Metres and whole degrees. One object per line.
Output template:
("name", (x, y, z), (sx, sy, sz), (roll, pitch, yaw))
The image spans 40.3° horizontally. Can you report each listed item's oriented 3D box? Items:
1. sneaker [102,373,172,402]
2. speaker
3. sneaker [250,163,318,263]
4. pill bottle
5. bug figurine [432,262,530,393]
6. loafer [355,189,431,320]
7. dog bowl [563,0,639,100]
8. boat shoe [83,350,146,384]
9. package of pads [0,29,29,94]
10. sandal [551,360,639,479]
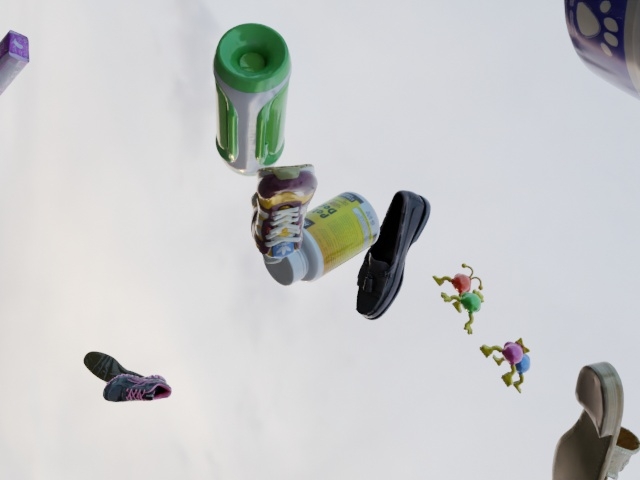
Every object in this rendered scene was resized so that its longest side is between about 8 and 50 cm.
("sneaker", (-0.302, 0.252, 1.458), (0.057, 0.119, 0.047), (22, -71, 51))
("speaker", (-0.114, -0.221, 1.436), (0.296, 0.131, 0.131), (102, -32, -65))
("sneaker", (-0.039, -0.026, 0.955), (0.185, 0.069, 0.084), (121, -36, -76))
("pill bottle", (0.000, 0.000, 1.604), (0.117, 0.215, 0.117), (31, -44, 35))
("bug figurine", (0.319, 0.161, 1.638), (0.279, 0.072, 0.216), (54, 10, 5))
("loafer", (0.140, 0.027, 1.933), (0.109, 0.095, 0.303), (25, -89, 41))
("dog bowl", (0.340, -0.238, 0.740), (0.104, 0.264, 0.265), (45, -45, 46))
("boat shoe", (-0.417, 0.280, 1.781), (0.152, 0.056, 0.049), (31, -34, 3))
("package of pads", (-0.415, -0.231, 1.145), (0.083, 0.032, 0.050), (-35, -127, 32))
("sandal", (0.321, 0.224, 0.966), (0.088, 0.079, 0.240), (-110, -166, -49))
